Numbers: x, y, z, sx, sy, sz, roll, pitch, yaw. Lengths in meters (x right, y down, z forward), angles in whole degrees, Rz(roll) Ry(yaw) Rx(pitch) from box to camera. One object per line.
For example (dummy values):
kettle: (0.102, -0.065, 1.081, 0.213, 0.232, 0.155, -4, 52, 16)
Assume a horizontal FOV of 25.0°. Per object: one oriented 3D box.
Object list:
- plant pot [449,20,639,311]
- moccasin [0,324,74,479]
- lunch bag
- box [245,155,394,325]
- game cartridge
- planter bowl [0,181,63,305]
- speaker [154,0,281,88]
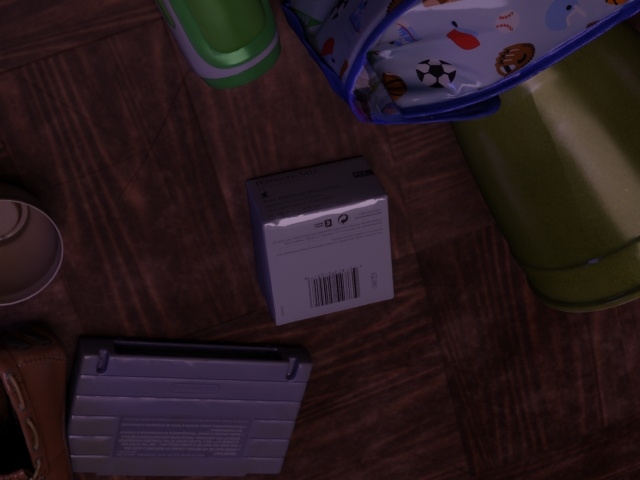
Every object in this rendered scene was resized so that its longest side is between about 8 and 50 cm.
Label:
plant pot: (0.335, -0.155, 1.931, 0.366, 0.366, 0.353, -39, 114, 8)
moccasin: (-0.431, 0.308, 2.055, 0.147, 0.139, 0.380, -27, 136, -44)
lunch bag: (0.155, -0.319, 1.750, 0.385, 0.328, 0.239, -32, 125, 2)
box: (0.000, 0.000, 2.032, 0.181, 0.119, 0.182, -13, 125, -10)
game cartridge: (-0.207, 0.255, 2.171, 0.355, 0.068, 0.230, 5, 124, -22)
planter bowl: (-0.424, -0.011, 1.888, 0.162, 0.109, 0.162, -8, 124, -13)
speaker: (-0.153, -0.333, 1.758, 0.131, 0.131, 0.296, -27, 127, 0)
